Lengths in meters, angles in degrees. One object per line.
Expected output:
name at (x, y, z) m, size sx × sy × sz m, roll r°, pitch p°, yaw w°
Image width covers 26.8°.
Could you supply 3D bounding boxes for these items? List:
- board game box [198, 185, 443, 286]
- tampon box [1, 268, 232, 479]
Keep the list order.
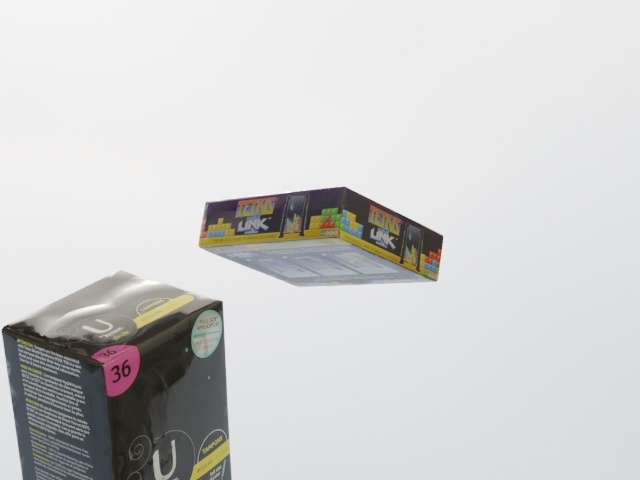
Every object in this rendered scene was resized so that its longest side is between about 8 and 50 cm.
board game box at (0.000, 0.000, 1.196) m, size 0.141 × 0.170 × 0.048 m, roll 26°, pitch -112°, yaw -45°
tampon box at (-0.139, 0.122, 0.945) m, size 0.101 × 0.161 × 0.120 m, roll 15°, pitch -152°, yaw 33°
